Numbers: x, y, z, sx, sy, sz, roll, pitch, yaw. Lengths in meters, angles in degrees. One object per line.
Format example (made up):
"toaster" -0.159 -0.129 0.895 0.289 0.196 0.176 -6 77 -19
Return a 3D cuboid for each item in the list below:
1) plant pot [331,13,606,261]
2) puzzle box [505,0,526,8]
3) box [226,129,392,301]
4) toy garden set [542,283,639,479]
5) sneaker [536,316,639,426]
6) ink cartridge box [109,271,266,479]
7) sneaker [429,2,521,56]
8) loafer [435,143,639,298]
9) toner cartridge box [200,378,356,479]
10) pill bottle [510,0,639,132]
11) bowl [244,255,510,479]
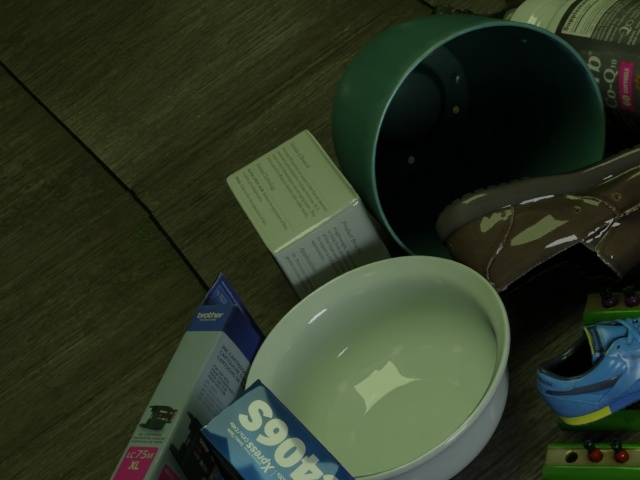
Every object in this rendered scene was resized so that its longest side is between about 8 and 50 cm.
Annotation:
"plant pot" 0.145 -0.133 1.773 0.293 0.293 0.235 -37 29 -8
"puzzle box" 0.416 -0.498 2.173 0.272 0.052 0.409 -6 44 27
"box" 0.000 0.000 1.789 0.119 0.181 0.182 -31 38 -2
"toy garden set" 0.342 0.133 1.528 0.204 0.049 0.244 -4 45 30
"sneaker" 0.310 0.105 1.481 0.209 0.082 0.069 -27 36 5
"ink cartridge box" -0.107 0.205 1.628 0.065 0.186 0.311 -6 44 32
"sneaker" 0.220 -0.284 2.036 0.227 0.087 0.130 -26 44 14
"loafer" 0.313 -0.016 1.640 0.366 0.134 0.130 -16 75 0
"toner cartridge box" 0.040 0.290 1.346 0.075 0.165 0.348 -41 67 -12
"pill bottle" 0.363 -0.212 1.805 0.278 0.162 0.162 17 58 44
"bowl" 0.078 0.168 1.593 0.298 0.134 0.298 -17 40 15
